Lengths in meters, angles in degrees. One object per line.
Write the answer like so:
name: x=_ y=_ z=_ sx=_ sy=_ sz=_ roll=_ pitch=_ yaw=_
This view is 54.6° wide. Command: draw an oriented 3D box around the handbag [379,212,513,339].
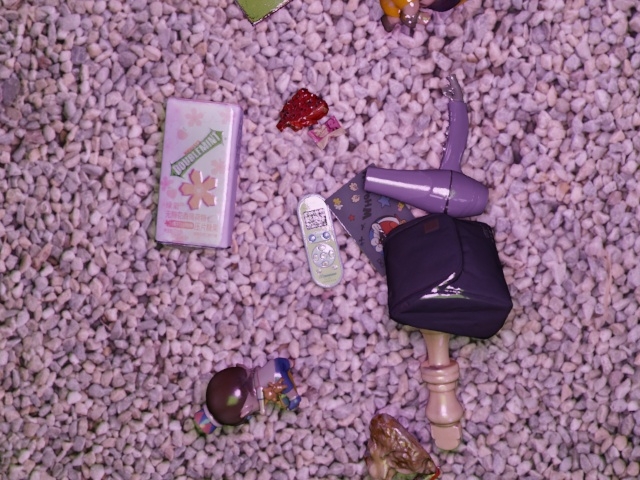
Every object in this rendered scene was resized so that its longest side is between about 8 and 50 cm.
handbag: x=0.283 y=0.057 z=1.435 sx=0.274 sy=0.302 sz=0.178 roll=13 pitch=132 yaw=-8

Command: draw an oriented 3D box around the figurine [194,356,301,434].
figurine: x=-0.186 y=0.390 z=1.561 sx=0.275 sy=0.161 sz=0.158 roll=-16 pitch=129 yaw=5

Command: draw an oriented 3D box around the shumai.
shumai: x=0.182 y=0.539 z=1.553 sx=0.153 sy=0.161 sz=0.209 roll=-43 pitch=109 yaw=0

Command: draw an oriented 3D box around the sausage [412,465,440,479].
sausage: x=0.262 y=0.629 z=1.617 sx=0.129 sy=0.034 sz=0.034 roll=-40 pitch=92 yaw=3

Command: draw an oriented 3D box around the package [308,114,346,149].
package: x=0.018 y=-0.274 z=1.572 sx=0.083 sy=0.029 sz=0.059 roll=-36 pitch=85 yaw=-7

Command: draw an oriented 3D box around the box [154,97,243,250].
box: x=-0.303 y=-0.158 z=1.547 sx=0.190 sy=0.112 sz=0.370 roll=5 pitch=93 yaw=2

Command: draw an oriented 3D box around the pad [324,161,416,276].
pad: x=0.144 y=-0.052 z=1.572 sx=0.170 sy=0.006 sz=0.246 roll=-38 pitch=94 yaw=-9

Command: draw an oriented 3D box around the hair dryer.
hair dryer: x=0.283 y=-0.243 z=1.543 sx=0.300 sy=0.121 sz=0.362 roll=12 pitch=83 yaw=3

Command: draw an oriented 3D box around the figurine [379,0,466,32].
figurine: x=0.248 y=-0.605 z=1.451 sx=0.256 sy=0.192 sz=0.167 roll=-36 pitch=97 yaw=-30

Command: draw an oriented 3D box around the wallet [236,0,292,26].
wallet: x=-0.106 y=-0.649 z=1.553 sx=0.232 sy=0.031 sz=0.122 roll=-32 pitch=96 yaw=5

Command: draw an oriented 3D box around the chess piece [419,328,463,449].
chess piece: x=0.303 y=0.332 z=1.559 sx=0.117 sy=0.117 sz=0.398 roll=-6 pitch=94 yaw=2

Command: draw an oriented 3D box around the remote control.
remote control: x=0.000 y=0.000 z=1.580 sx=0.087 sy=0.047 sz=0.245 roll=-12 pitch=94 yaw=5

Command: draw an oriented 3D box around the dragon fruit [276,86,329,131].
dragon fruit: x=-0.044 y=-0.311 z=1.569 sx=0.131 sy=0.063 sz=0.097 roll=-46 pitch=59 yaw=3
